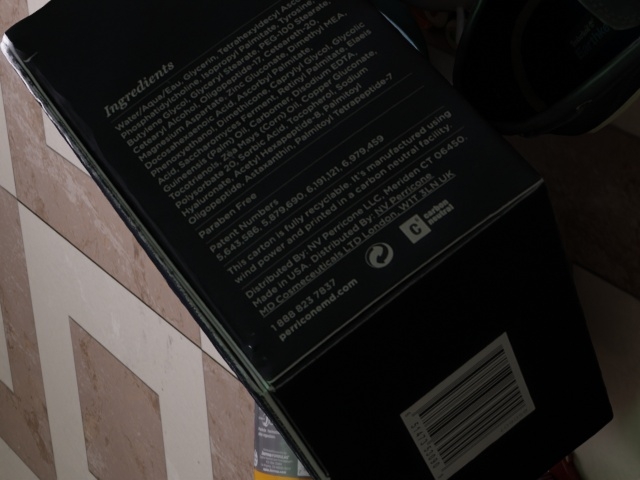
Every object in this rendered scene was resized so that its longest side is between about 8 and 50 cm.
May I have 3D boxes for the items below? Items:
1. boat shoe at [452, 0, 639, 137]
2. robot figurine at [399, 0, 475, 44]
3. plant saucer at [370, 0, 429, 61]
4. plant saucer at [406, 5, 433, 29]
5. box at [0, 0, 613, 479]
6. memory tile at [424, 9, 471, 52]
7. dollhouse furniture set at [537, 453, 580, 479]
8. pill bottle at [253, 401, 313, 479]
[{"bbox_3d":[0.250,-0.244,1.345,0.187,0.156,0.500,57,144,18],"label":"boat shoe"},{"bbox_3d":[0.096,-0.359,1.584,0.300,0.200,0.353,-36,73,28],"label":"robot figurine"},{"bbox_3d":[-0.019,-0.262,1.837,0.317,0.044,0.317,26,169,5],"label":"plant saucer"},{"bbox_3d":[0.106,-0.265,1.823,0.083,0.013,0.083,36,136,45],"label":"plant saucer"},{"bbox_3d":[0.000,0.000,1.630,0.472,0.297,0.480,48,173,33],"label":"box"},{"bbox_3d":[0.160,-0.239,1.729,0.113,0.012,0.148,55,145,16],"label":"memory tile"},{"bbox_3d":[0.128,0.219,1.886,0.374,0.201,0.152,63,151,17],"label":"dollhouse furniture set"},{"bbox_3d":[0.001,0.173,2.072,0.162,0.162,0.278,2,91,60],"label":"pill bottle"}]
